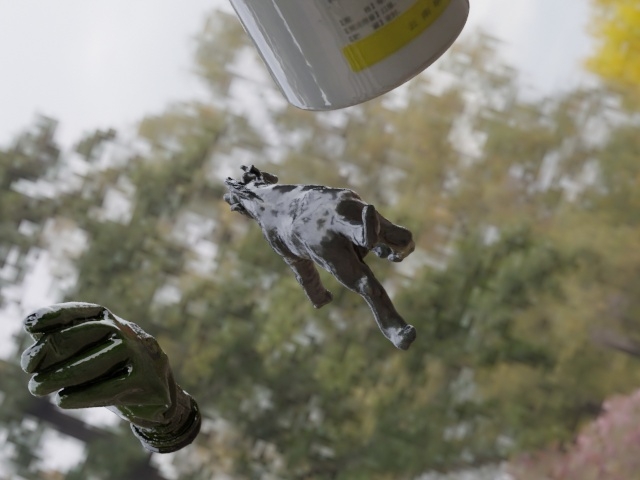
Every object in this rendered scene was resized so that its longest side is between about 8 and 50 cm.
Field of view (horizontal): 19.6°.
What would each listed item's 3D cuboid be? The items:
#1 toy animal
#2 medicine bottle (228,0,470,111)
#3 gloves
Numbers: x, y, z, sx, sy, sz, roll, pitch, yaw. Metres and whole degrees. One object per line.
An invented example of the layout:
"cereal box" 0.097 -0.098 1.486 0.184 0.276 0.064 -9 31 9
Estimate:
"toy animal" 0.000 0.000 1.466 0.084 0.148 0.233 -58 28 -5
"medicine bottle" -0.018 -0.311 1.735 0.339 0.208 0.208 60 -140 -28
"gloves" -0.208 0.132 1.851 0.268 0.135 0.107 37 -102 -53
